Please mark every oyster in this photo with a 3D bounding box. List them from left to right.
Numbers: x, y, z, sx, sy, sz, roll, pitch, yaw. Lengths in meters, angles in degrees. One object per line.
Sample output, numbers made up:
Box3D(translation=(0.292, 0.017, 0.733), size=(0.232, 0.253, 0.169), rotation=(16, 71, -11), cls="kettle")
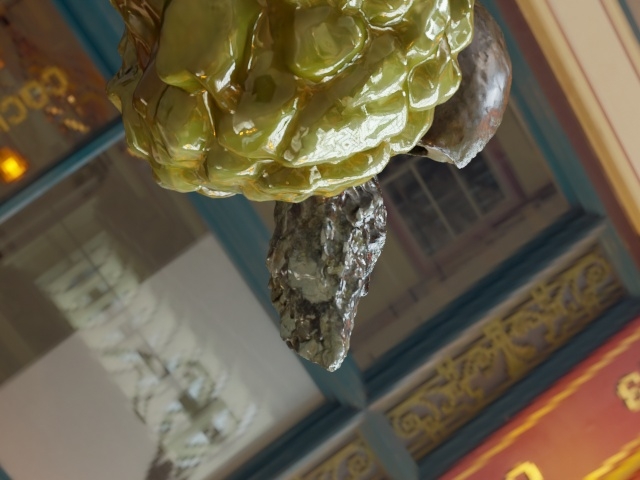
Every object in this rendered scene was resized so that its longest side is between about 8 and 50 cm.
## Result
Box3D(translation=(-0.001, 0.001, 1.509), size=(0.252, 0.199, 0.087), rotation=(-54, -170, -24), cls="oyster")

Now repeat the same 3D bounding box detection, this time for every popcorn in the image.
Box3D(translation=(-0.027, -0.143, 0.779), size=(0.224, 0.258, 0.270), rotation=(-19, -118, -7), cls="popcorn")

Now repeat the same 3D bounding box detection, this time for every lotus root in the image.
Box3D(translation=(0.176, -0.242, 1.850), size=(0.142, 0.210, 0.314), rotation=(2, -126, 36), cls="lotus root")
